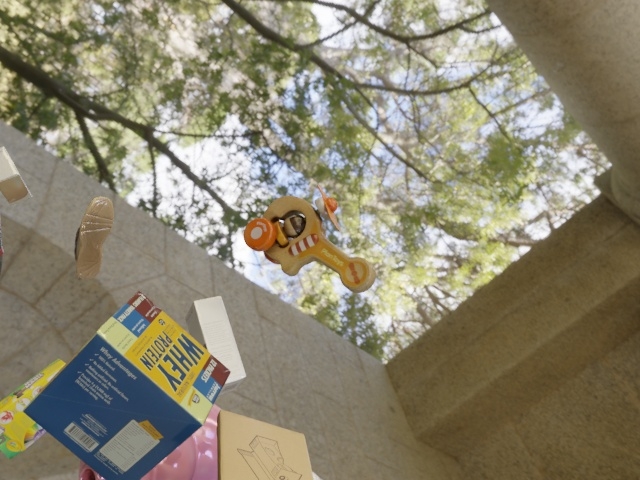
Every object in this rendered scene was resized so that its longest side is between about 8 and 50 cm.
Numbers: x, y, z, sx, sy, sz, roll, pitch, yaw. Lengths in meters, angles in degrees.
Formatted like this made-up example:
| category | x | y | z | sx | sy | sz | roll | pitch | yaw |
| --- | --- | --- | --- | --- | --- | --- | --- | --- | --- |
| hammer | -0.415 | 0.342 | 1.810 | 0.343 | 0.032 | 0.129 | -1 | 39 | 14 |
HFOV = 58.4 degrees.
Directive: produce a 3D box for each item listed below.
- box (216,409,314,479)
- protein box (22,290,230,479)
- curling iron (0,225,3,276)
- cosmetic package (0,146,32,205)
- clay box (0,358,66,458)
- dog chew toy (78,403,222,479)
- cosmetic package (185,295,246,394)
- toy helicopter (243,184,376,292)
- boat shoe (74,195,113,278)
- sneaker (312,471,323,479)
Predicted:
| category | x | y | z | sx | sy | sz | roll | pitch | yaw |
| --- | --- | --- | --- | --- | --- | --- | --- | --- | --- |
| box | -0.085 | 0.358 | 0.903 | 0.021 | 0.164 | 0.201 | -63 | -162 | 14 |
| protein box | -0.289 | 0.230 | 0.874 | 0.201 | 0.200 | 0.136 | -43 | -171 | 20 |
| curling iron | -0.643 | 0.019 | 1.103 | 0.274 | 0.068 | 0.035 | 113 | -24 | -46 |
| cosmetic package | -0.550 | -0.111 | 1.006 | 0.041 | 0.060 | 0.115 | -29 | 172 | -21 |
| clay box | -0.705 | 0.414 | 1.415 | 0.053 | 0.127 | 0.222 | 13 | -138 | 44 |
| dog chew toy | -0.309 | 0.406 | 1.076 | 0.207 | 0.332 | 0.206 | -3 | -98 | 25 |
| cosmetic package | -0.277 | 0.275 | 1.491 | 0.231 | 0.085 | 0.117 | 66 | -33 | 22 |
| toy helicopter | 0.000 | 0.000 | 1.404 | 0.355 | 0.140 | 0.235 | 34 | -94 | 30 |
| boat shoe | -0.755 | -0.017 | 1.878 | 0.092 | 0.103 | 0.285 | 31 | -69 | 43 |
| sneaker | -0.109 | 0.574 | 1.223 | 0.305 | 0.152 | 0.114 | -45 | -156 | 31 |
